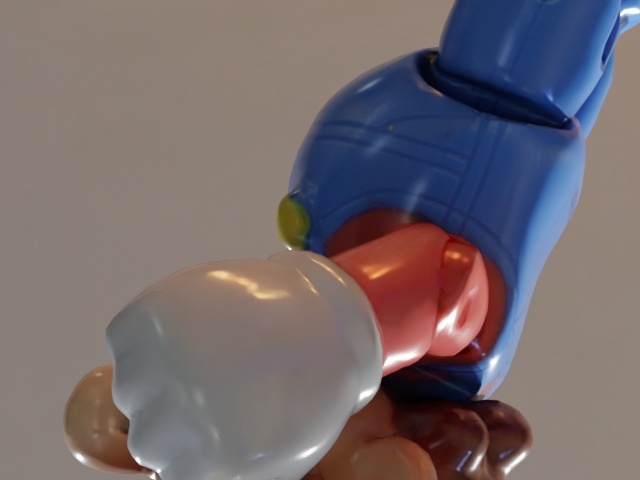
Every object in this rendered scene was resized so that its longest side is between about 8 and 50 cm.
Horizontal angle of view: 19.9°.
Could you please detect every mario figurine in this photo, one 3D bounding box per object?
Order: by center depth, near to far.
[{"bbox_3d":[0.000,0.000,0.518,0.170,0.198,0.321,11,-106,42],"label":"mario figurine"}]
